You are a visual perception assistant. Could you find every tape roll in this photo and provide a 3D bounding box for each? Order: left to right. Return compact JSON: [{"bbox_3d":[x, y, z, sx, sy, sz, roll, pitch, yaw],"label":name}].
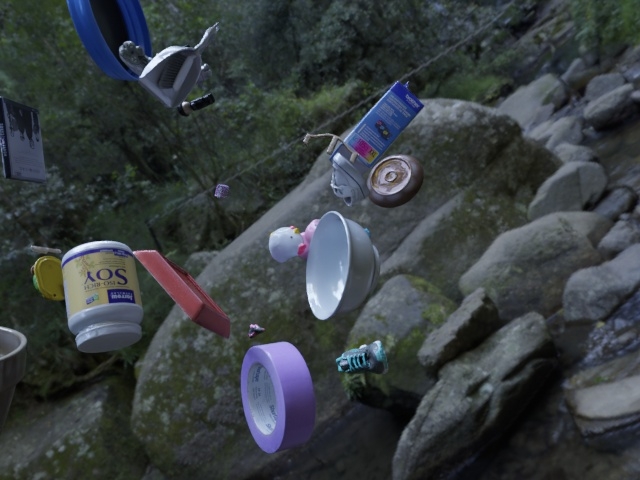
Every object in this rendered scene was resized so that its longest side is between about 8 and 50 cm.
[{"bbox_3d":[-0.118,0.412,1.441,0.090,0.274,0.275,-3,-16,-30],"label":"tape roll"}]

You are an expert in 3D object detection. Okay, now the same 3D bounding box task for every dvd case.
[{"bbox_3d":[-0.913,-0.300,1.665,0.030,0.238,0.179,-6,1,4],"label":"dvd case"}]

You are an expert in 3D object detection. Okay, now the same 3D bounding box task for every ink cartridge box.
[{"bbox_3d":[0.232,-0.437,2.115,0.395,0.151,0.270,-47,4,-10],"label":"ink cartridge box"}]

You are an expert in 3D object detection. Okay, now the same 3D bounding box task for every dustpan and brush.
[{"bbox_3d":[-0.297,-0.400,1.207,0.211,0.060,0.147,-62,-17,-4],"label":"dustpan and brush"}]

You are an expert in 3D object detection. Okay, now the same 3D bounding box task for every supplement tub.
[{"bbox_3d":[-0.746,0.195,1.869,0.241,0.331,0.241,-15,-22,-6],"label":"supplement tub"}]

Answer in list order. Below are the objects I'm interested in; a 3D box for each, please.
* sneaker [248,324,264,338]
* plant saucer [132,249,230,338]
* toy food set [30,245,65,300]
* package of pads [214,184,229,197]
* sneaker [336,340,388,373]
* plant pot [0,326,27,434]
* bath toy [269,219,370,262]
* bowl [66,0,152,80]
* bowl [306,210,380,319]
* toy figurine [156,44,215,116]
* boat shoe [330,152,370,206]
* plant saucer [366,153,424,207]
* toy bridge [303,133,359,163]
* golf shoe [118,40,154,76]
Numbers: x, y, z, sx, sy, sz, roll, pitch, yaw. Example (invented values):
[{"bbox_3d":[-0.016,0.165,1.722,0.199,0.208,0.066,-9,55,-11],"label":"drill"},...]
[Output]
[{"bbox_3d":[-0.264,0.372,2.198,0.057,0.047,0.119,-61,14,-19],"label":"sneaker"},{"bbox_3d":[-0.347,0.135,1.427,0.048,0.259,0.258,-45,-21,-7],"label":"plant saucer"},{"bbox_3d":[-1.020,0.134,2.031,0.071,0.217,0.128,-28,-16,29],"label":"toy food set"},{"bbox_3d":[-0.390,-0.194,2.150,0.083,0.032,0.050,-51,-20,-84],"label":"package of pads"},{"bbox_3d":[0.077,0.234,1.040,0.076,0.064,0.166,-12,-14,-16],"label":"sneaker"},{"bbox_3d":[-0.682,0.312,0.919,0.323,0.324,0.280,-105,20,-84],"label":"plant pot"},{"bbox_3d":[0.000,0.000,1.701,0.348,0.151,0.129,-3,6,-45],"label":"bath toy"},{"bbox_3d":[-0.643,-0.682,1.668,0.077,0.390,0.391,-11,11,9],"label":"bowl"},{"bbox_3d":[0.072,0.073,1.487,0.298,0.134,0.297,-174,90,-68],"label":"bowl"},{"bbox_3d":[-0.507,-0.591,2.016,0.148,0.209,0.213,-16,-20,19],"label":"toy figurine"},{"bbox_3d":[0.074,-0.169,1.595,0.088,0.096,0.267,-43,-17,2],"label":"boat shoe"},{"bbox_3d":[0.233,-0.201,1.753,0.199,0.198,0.036,-40,-36,7],"label":"plant saucer"},{"bbox_3d":[0.041,-0.311,1.776,0.026,0.188,0.063,65,-132,-78],"label":"toy bridge"},{"bbox_3d":[-0.499,-0.493,1.561,0.069,0.176,0.086,-56,25,-18],"label":"golf shoe"}]
